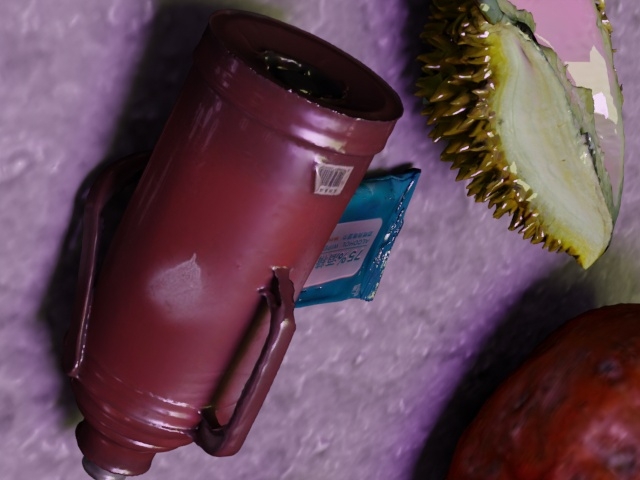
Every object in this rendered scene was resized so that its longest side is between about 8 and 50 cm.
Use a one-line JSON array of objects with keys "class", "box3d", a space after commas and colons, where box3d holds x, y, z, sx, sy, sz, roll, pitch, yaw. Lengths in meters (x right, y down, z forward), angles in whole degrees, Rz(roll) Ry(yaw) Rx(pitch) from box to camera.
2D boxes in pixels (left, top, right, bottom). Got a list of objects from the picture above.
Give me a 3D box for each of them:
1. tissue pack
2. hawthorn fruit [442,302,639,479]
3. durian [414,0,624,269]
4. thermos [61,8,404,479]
[{"class": "tissue pack", "box3d": [0.000, 0.000, 0.824, 0.138, 0.028, 0.085, -4, 123, -52]}, {"class": "hawthorn fruit", "box3d": [0.202, 0.168, 1.001, 0.261, 0.258, 0.258, -29, 152, 26]}, {"class": "durian", "box3d": [0.098, -0.091, 0.812, 0.221, 0.095, 0.137, 64, 31, -47]}, {"class": "thermos", "box3d": [-0.053, 0.020, 0.705, 0.099, 0.124, 0.232, 5, 120, -45]}]
